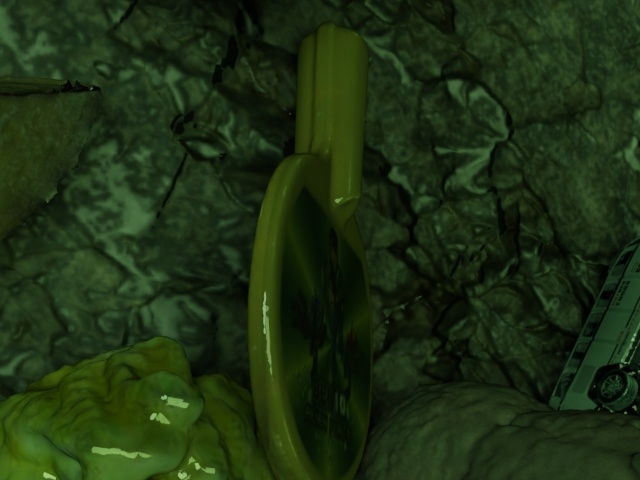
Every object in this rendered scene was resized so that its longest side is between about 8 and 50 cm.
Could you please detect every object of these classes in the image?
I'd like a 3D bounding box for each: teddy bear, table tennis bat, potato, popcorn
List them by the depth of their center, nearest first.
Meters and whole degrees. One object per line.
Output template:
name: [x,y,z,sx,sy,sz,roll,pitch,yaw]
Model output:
popcorn: [-0.108,0.152,0.453,0.185,0.167,0.187,43,78,-20]
potato: [-0.221,-0.047,0.473,0.172,0.089,0.100,-26,122,-51]
teddy bear: [0.129,0.171,0.492,0.236,0.267,0.151,-14,95,-34]
table tennis bat: [0.000,0.000,0.511,0.050,0.198,0.320,-4,64,17]

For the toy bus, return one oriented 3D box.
toy bus: [0.257,0.078,0.641,0.087,0.089,0.194,34,77,-19]
